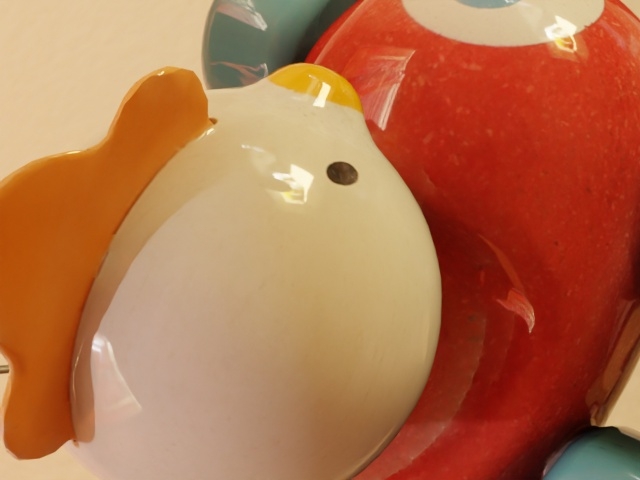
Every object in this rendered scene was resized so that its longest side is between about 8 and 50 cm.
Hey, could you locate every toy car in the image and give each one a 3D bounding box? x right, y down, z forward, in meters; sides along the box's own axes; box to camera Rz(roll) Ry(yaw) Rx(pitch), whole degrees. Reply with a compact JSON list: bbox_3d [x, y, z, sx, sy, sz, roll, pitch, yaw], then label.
[{"bbox_3d":[0.000,0.000,0.451,0.238,0.219,0.210,18,-83,-59],"label":"toy car"}]

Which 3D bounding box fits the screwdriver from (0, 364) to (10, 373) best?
[{"bbox_3d":[-0.153,0.063,0.757,0.170,0.024,0.025,-8,-48,-11],"label":"screwdriver"}]
